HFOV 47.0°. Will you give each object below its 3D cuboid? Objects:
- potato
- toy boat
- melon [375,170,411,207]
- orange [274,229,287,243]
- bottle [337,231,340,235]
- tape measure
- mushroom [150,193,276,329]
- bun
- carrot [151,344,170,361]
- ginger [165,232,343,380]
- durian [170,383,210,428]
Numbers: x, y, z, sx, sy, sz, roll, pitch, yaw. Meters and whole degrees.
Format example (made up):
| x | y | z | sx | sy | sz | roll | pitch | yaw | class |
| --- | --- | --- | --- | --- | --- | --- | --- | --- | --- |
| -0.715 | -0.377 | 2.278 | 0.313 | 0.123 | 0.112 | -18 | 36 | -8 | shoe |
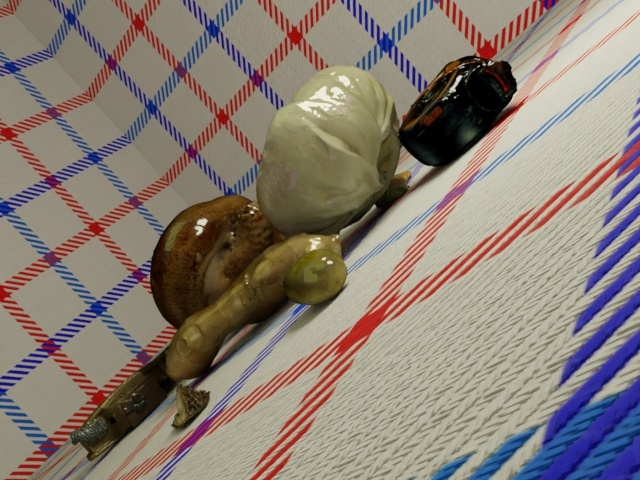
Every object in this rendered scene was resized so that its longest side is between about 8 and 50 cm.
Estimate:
| x | y | z | sx | sy | sz | roll | pitch | yaw | class |
| --- | --- | --- | --- | --- | --- | --- | --- | --- | --- |
| -0.009 | 0.054 | 1.082 | 0.091 | 0.070 | 0.138 | -44 | 5 | -16 | potato |
| -0.405 | 0.347 | 1.616 | 0.321 | 0.089 | 0.121 | -43 | 10 | -34 | toy boat |
| 0.146 | -0.105 | 1.533 | 0.098 | 0.054 | 0.182 | -25 | 8 | 13 | melon |
| -0.034 | -0.078 | 1.944 | 0.240 | 0.171 | 0.240 | -44 | -3 | -3 | orange |
| 0.000 | -0.001 | 1.698 | 0.101 | 0.047 | 0.063 | -47 | -3 | -32 | bottle |
| 0.240 | -0.239 | 1.336 | 0.223 | 0.135 | 0.202 | -47 | 12 | 11 | tape measure |
| -0.228 | 0.056 | 1.626 | 0.345 | 0.345 | 0.239 | -42 | 44 | -6 | mushroom |
| 0.035 | -0.156 | 1.428 | 0.365 | 0.219 | 0.365 | -58 | -14 | -24 | bun |
| -0.443 | 0.371 | 1.850 | 0.358 | 0.074 | 0.074 | -43 | 4 | 22 | carrot |
| -0.137 | 0.108 | 1.387 | 0.363 | 0.122 | 0.348 | -33 | -9 | -26 | ginger |
| -0.197 | 0.253 | 1.113 | 0.130 | 0.052 | 0.066 | 141 | 137 | -69 | durian |
